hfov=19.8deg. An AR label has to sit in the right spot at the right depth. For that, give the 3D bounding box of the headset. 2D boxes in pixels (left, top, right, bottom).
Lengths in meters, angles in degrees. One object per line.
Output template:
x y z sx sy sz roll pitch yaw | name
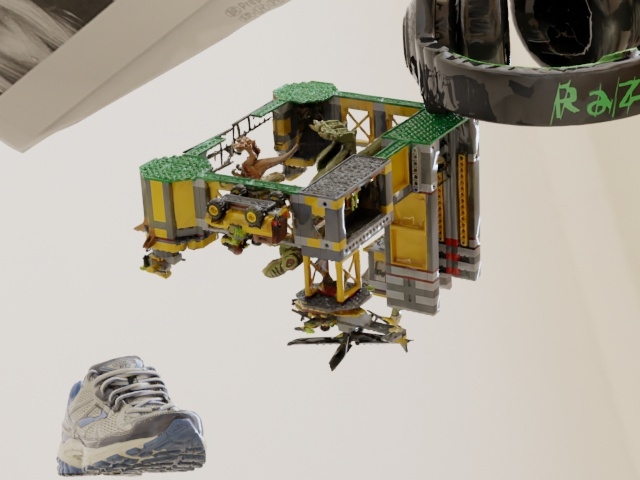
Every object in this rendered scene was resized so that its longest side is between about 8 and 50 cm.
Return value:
0.173 -0.216 1.593 0.243 0.394 0.185 -15 -64 -16 | headset

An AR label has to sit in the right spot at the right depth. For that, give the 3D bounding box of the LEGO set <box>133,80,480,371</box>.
0.000 0.000 1.599 0.331 0.255 0.192 -45 -44 -58 | LEGO set

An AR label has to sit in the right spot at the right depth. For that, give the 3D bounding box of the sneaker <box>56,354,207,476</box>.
-0.094 0.082 0.868 0.052 0.135 0.058 4 -99 -28 | sneaker

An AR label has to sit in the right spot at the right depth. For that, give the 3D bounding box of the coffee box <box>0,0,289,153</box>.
-0.108 -0.302 0.738 0.334 0.338 0.337 35 -127 -29 | coffee box
